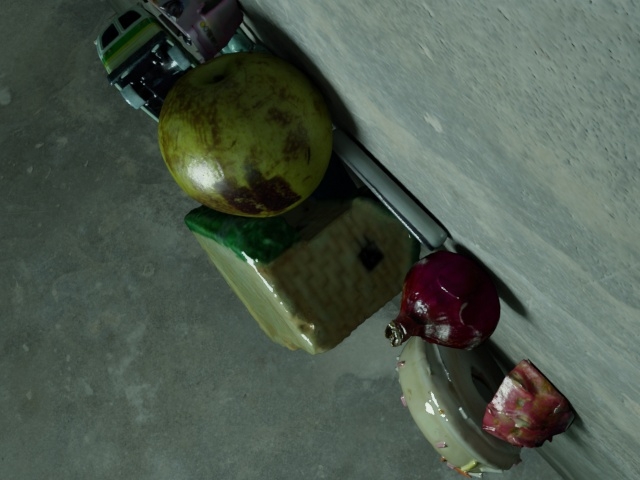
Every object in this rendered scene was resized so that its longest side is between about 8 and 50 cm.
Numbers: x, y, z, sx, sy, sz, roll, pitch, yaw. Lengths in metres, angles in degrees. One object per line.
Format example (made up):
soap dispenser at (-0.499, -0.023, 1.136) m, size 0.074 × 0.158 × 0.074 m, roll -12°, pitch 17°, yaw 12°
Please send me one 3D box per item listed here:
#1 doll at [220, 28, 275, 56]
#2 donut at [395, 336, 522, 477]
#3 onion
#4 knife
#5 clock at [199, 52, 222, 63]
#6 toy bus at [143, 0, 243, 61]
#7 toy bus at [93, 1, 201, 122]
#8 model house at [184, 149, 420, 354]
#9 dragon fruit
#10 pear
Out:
doll at (-0.133, -0.329, 1.555) m, size 0.158 × 0.059 × 0.159 m, roll 45°, pitch 178°, yaw 5°
donut at (0.316, 0.360, 1.985) m, size 0.383 × 0.142 × 0.382 m, roll 40°, pitch -151°, yaw -28°
onion at (0.193, 0.101, 1.394) m, size 0.173 × 0.198 × 0.135 m, roll 50°, pitch 147°, yaw 21°
knife at (0.110, -0.085, 1.457) m, size 0.265 × 0.040 × 0.073 m, roll 46°, pitch -172°, yaw 14°
clock at (-0.120, -0.250, 1.864) m, size 0.322 × 0.113 × 0.295 m, roll 49°, pitch 176°, yaw -40°
toy bus at (-0.240, -0.412, 1.460) m, size 0.274 × 0.112 × 0.090 m, roll 46°, pitch 175°, yaw 33°
toy bus at (-0.275, -0.293, 1.579) m, size 0.164 × 0.134 × 0.276 m, roll 56°, pitch -173°, yaw 31°
model house at (0.000, 0.000, 1.650) m, size 0.334 × 0.343 × 0.382 m, roll 57°, pitch 165°, yaw -16°
dragon fruit at (0.424, 0.373, 1.782) m, size 0.126 × 0.161 × 0.274 m, roll 48°, pitch 176°, yaw 35°
pear at (-0.116, -0.163, 1.398) m, size 0.283 × 0.283 × 0.283 m, roll 47°, pitch 177°, yaw 4°
